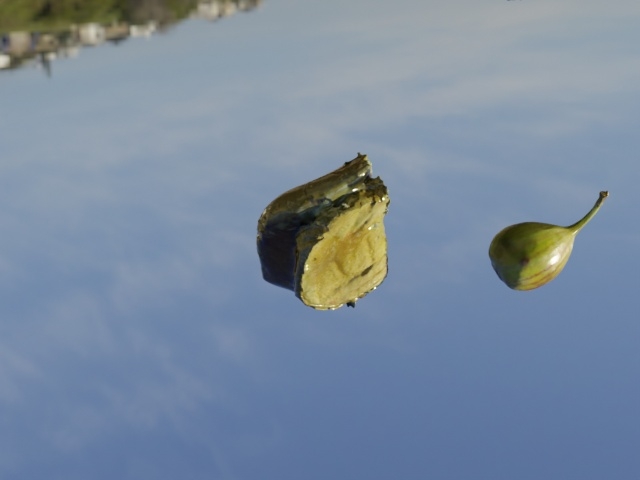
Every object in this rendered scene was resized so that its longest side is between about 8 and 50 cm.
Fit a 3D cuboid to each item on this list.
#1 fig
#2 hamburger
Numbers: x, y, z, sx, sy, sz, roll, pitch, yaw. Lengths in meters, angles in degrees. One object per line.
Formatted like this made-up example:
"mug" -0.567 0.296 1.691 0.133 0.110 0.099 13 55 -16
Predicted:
"fig" 0.287 0.006 1.811 0.166 0.093 0.093 -24 -177 25
"hamburger" 0.000 0.000 2.342 0.211 0.309 0.132 -20 -123 -15
